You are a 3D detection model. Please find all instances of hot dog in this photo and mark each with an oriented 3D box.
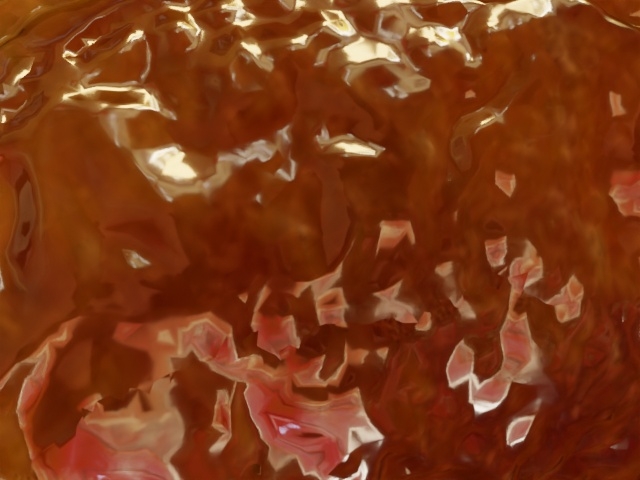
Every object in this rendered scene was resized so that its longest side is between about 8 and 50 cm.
[{"bbox_3d":[-0.011,0.029,0.550,0.174,0.387,0.267,55,151,33],"label":"hot dog"}]
